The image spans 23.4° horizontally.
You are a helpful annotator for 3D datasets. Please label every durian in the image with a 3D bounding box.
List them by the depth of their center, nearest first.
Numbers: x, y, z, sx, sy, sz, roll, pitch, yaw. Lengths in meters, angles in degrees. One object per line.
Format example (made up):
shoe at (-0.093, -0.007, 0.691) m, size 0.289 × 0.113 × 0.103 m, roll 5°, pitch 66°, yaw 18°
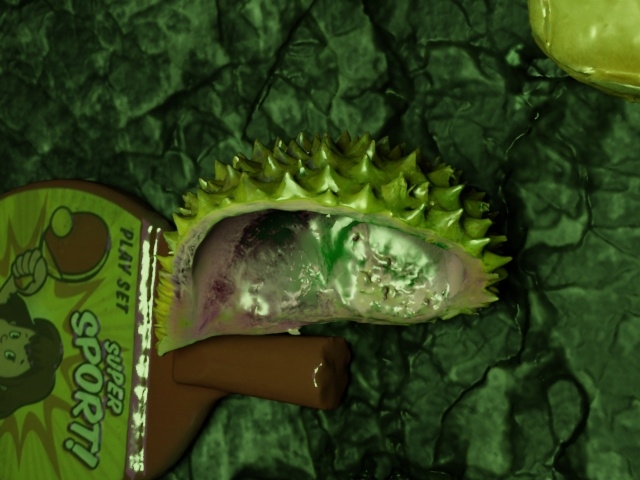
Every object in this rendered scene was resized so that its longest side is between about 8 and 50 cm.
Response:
durian at (-0.001, -0.015, 1.070) m, size 0.261 × 0.186 × 0.153 m, roll -2°, pitch 76°, yaw 4°

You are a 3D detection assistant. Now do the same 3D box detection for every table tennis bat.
table tennis bat at (-0.163, 0.087, 1.236) m, size 0.415 × 0.051 × 0.268 m, roll 4°, pitch 90°, yaw 31°

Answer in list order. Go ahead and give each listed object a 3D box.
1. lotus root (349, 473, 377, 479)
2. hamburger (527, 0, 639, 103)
lotus root at (0.015, 0.308, 1.019) m, size 0.192 × 0.272 × 0.272 m, roll 36°, pitch 105°, yaw 17°
hamburger at (0.255, -0.221, 0.964) m, size 0.260 × 0.145 × 0.283 m, roll 10°, pitch 98°, yaw 32°
